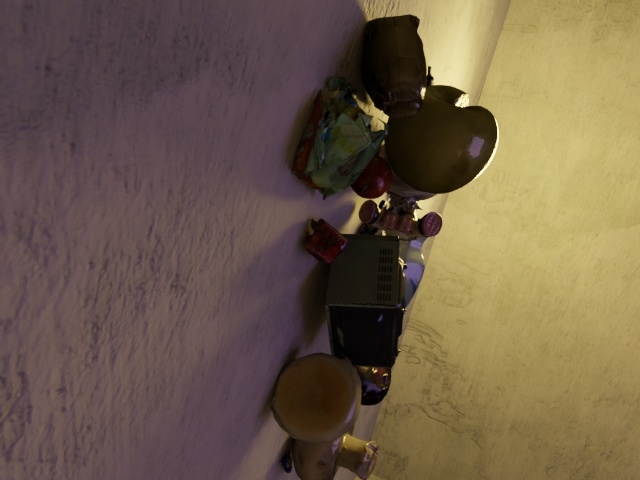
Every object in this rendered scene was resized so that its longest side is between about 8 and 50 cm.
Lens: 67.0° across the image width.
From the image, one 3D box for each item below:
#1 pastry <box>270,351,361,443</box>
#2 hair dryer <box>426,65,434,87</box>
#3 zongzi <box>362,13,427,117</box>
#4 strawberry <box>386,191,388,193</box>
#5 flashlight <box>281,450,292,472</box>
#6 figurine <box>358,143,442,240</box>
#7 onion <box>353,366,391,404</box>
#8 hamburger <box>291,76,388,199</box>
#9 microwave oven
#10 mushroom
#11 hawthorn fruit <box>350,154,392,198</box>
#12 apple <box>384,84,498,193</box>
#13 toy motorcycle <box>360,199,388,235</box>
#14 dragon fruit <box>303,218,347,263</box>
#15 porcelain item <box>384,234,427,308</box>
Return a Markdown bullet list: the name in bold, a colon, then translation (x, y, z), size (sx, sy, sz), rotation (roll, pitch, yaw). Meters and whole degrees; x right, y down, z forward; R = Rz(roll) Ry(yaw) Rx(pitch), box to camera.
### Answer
- **pastry**: translation (-0.007, 0.437, 1.356), size (0.264, 0.265, 0.133), rotation (-66, 157, -14)
- **hair dryer**: translation (0.393, -0.517, 1.801), size (0.195, 0.078, 0.248), rotation (-52, 143, -41)
- **zongzi**: translation (0.171, -0.345, 1.175), size (0.300, 0.145, 0.273), rotation (92, -2, -58)
- **strawberry**: translation (0.252, -0.206, 1.682), size (0.083, 0.083, 0.096), rotation (-51, 144, -43)
- **flashlight**: translation (-0.113, 0.782, 1.688), size (0.057, 0.036, 0.121), rotation (-55, 155, -38)
- **figurine**: translation (0.273, -0.185, 1.535), size (0.211, 0.254, 0.360), rotation (13, 90, -87)
- **onion**: translation (0.152, 0.546, 1.921), size (0.281, 0.221, 0.280), rotation (-22, 131, -27)
- **hamburger**: translation (0.063, -0.217, 1.074), size (0.275, 0.151, 0.260), rotation (-64, 161, -19)
- **microwave oven**: translation (0.143, 0.190, 1.444), size (0.354, 0.219, 0.286), rotation (84, 11, -48)
- **mushroom**: translation (0.054, 0.734, 1.705), size (0.297, 0.290, 0.297), rotation (-52, 152, -43)
- **hawthorn fruit**: translation (0.140, -0.172, 1.333), size (0.140, 0.125, 0.125), rotation (-123, -133, -74)
- **apple**: translation (0.313, -0.265, 1.286), size (0.292, 0.292, 0.254), rotation (-43, 160, -52)
- **toy motorcycle**: translation (0.191, -0.035, 1.674), size (0.215, 0.080, 0.122), rotation (-60, 156, -29)
- **dragon fruit**: translation (0.000, 0.000, 1.215), size (0.102, 0.096, 0.147), rotation (-58, -170, -5)
- **porcelain item**: translation (0.267, 0.115, 1.782), size (0.242, 0.179, 0.404), rotation (-100, -153, -78)
